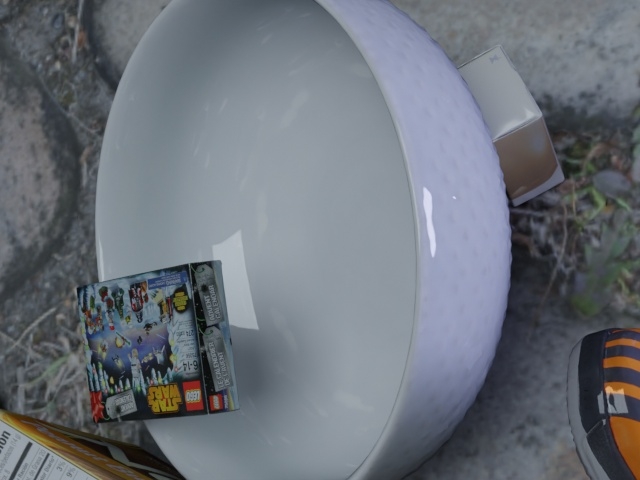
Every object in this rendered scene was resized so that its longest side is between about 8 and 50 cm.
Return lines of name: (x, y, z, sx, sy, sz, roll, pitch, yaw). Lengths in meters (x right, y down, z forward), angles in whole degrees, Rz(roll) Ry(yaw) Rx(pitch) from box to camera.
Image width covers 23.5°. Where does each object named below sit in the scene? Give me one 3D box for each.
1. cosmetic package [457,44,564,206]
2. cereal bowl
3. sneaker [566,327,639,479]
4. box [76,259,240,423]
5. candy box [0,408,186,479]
cosmetic package: (0.121, -0.072, 0.994, 0.041, 0.115, 0.060, -29, 65, 5)
cereal bowl: (0.000, 0.000, 0.981, 0.339, 0.141, 0.339, 4, 95, 50)
sneaker: (0.279, 0.112, 0.760, 0.180, 0.321, 0.125, -31, 38, 42)
box: (-0.106, 0.067, 0.985, 0.137, 0.027, 0.094, -13, 85, 50)
candy box: (-0.062, 0.218, 0.956, 0.316, 0.183, 0.088, 24, 86, 27)
